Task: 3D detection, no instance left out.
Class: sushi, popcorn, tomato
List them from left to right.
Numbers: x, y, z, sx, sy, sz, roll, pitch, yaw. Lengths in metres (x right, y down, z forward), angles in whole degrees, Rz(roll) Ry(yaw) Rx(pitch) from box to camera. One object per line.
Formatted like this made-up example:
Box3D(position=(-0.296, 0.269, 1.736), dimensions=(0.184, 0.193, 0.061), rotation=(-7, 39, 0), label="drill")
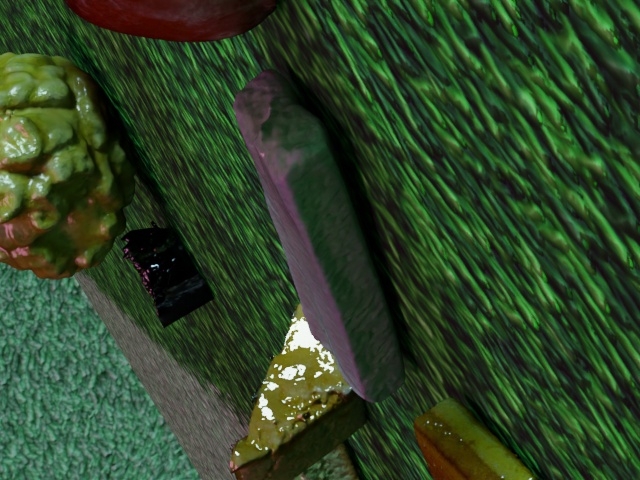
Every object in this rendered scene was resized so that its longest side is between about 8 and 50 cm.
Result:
Box3D(position=(-0.261, -0.070, 1.790), dimensions=(0.189, 0.169, 0.218), rotation=(49, 159, 43), label="popcorn")
Box3D(position=(-0.093, -0.155, 0.930), dimensions=(0.139, 0.091, 0.159), rotation=(48, 163, 46), label="tomato")
Box3D(position=(-0.148, 0.025, 1.855), dimensions=(0.084, 0.056, 0.083), rotation=(61, 178, -14), label="sushi")

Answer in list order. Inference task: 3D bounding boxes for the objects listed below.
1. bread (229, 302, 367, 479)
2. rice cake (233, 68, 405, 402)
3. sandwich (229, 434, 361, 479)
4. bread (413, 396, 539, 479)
Box3D(position=(-0.028, 0.117, 1.367), dimensions=(0.080, 0.109, 0.084), rotation=(50, 171, 29), label="bread")
Box3D(position=(0.000, 0.000, 1.060), dimensions=(0.080, 0.042, 0.221), rotation=(58, 172, 38), label="rice cake")
Box3D(position=(-0.017, 0.206, 1.608), dimensions=(0.088, 0.090, 0.244), rotation=(60, 171, 17), label="sandwich")
Box3D(position=(0.092, 0.138, 1.021), dimensions=(0.094, 0.035, 0.090), rotation=(45, 162, 57), label="bread")
